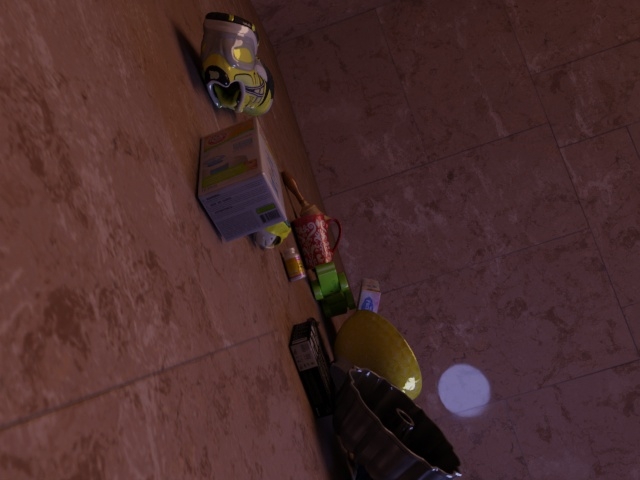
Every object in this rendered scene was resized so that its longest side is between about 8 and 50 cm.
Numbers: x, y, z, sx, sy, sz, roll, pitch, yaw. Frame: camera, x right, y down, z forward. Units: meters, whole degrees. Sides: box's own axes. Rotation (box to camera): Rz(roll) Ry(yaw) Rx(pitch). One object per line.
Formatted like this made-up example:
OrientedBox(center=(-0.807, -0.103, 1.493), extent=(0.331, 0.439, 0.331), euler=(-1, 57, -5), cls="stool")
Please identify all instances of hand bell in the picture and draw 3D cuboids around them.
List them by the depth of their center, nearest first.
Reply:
OrientedBox(center=(-0.069, -0.148, 1.934), extent=(0.242, 0.126, 0.126), euler=(59, 7, -6), cls="hand bell")

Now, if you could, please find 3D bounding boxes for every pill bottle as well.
OrientedBox(center=(-0.071, 0.062, 1.386), extent=(0.043, 0.043, 0.083), euler=(27, 45, -82), cls="pill bottle")

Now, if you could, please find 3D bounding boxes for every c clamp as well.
OrientedBox(center=(-0.002, 0.285, 1.481), extent=(0.137, 0.022, 0.160), euler=(-26, 99, -79), cls="c clamp")

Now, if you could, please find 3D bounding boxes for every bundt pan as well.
OrientedBox(center=(0.154, 0.444, 1.215), extent=(0.331, 0.124, 0.331), euler=(39, 8, -6), cls="bundt pan")

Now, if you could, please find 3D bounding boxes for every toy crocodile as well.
OrientedBox(center=(0.040, 0.167, 1.793), extent=(0.340, 0.115, 0.105), euler=(68, 3, -54), cls="toy crocodile")

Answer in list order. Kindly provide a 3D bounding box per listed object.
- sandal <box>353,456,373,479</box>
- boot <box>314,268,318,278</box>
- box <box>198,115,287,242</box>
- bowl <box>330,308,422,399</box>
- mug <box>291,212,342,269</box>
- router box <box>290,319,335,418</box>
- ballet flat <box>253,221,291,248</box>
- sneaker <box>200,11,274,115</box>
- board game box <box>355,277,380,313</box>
OrientedBox(center=(0.132, 0.558, 1.333), extent=(0.317, 0.126, 0.138), euler=(125, -44, -85), cls="sandal")
OrientedBox(center=(-0.004, 0.103, 1.923), extent=(0.099, 0.045, 0.121), euler=(57, 8, -78), cls="boot")
OrientedBox(center=(-0.136, -0.111, 0.921), extent=(0.203, 0.114, 0.103), euler=(-102, 171, -51), cls="box")
OrientedBox(center=(0.120, 0.352, 1.469), extent=(0.289, 0.156, 0.289), euler=(40, -36, 37), cls="bowl")
OrientedBox(center=(-0.005, 0.001, 1.756), extent=(0.113, 0.150, 0.169), euler=(-1, 77, -70), cls="mug")
OrientedBox(center=(-0.015, 0.284, 1.193), extent=(0.133, 0.046, 0.178), euler=(-81, 153, -79), cls="router box")
OrientedBox(center=(-0.109, -0.022, 1.145), extent=(0.077, 0.077, 0.231), euler=(28, -3, 6), cls="ballet flat")
OrientedBox(center=(-0.200, -0.356, 1.211), extent=(0.384, 0.145, 0.147), euler=(56, 47, -80), cls="sneaker")
OrientedBox(center=(0.145, 0.306, 1.840), extent=(0.319, 0.066, 0.317), euler=(-38, 138, -84), cls="board game box")
